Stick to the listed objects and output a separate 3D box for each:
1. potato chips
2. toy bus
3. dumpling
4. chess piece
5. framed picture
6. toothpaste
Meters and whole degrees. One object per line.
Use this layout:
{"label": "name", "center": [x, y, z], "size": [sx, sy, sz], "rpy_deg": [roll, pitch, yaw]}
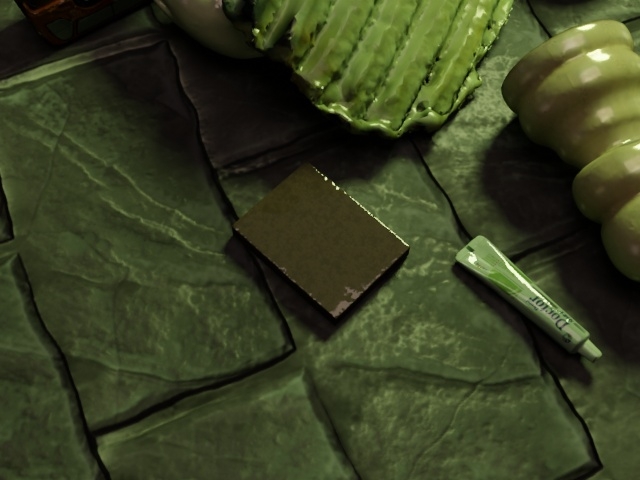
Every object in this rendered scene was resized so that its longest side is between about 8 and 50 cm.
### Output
{"label": "potato chips", "center": [0.083, -0.335, 1.165], "size": [0.358, 0.070, 0.429], "rpy_deg": [32, 73, -17]}
{"label": "toy bus", "center": [-0.218, -0.394, 1.257], "size": [0.408, 0.092, 0.093], "rpy_deg": [-32, 65, -17]}
{"label": "dumpling", "center": [-0.112, -0.320, 1.194], "size": [0.250, 0.132, 0.162], "rpy_deg": [27, 56, -1]}
{"label": "chess piece", "center": [0.348, -0.090, 1.087], "size": [0.167, 0.167, 0.300], "rpy_deg": [-19, 71, -11]}
{"label": "framed picture", "center": [0.000, 0.000, 1.090], "size": [0.168, 0.023, 0.128], "rpy_deg": [40, 69, 18]}
{"label": "toothpaste", "center": [0.236, 0.068, 1.056], "size": [0.048, 0.029, 0.197], "rpy_deg": [-38, 66, -20]}
